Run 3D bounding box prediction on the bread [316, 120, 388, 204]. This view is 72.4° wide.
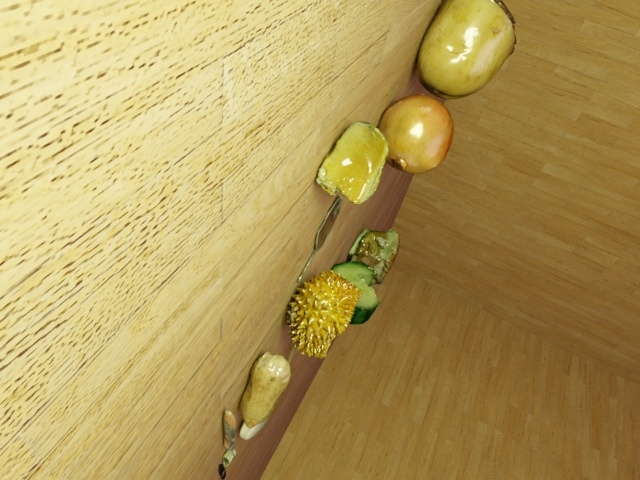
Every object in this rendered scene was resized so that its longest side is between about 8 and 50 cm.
[{"bbox_3d":[0.066,-0.140,0.744,0.110,0.103,0.156,-65,177,33],"label":"bread"}]

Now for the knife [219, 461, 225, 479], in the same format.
[{"bbox_3d":[-0.266,0.623,1.183,0.170,0.010,0.023,100,13,-50],"label":"knife"}]

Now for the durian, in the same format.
[{"bbox_3d":[-0.016,0.169,1.020,0.137,0.183,0.250,-14,145,-27],"label":"durian"}]

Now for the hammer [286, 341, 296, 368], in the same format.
[{"bbox_3d":[-0.096,0.350,1.348,0.060,0.028,0.195,-33,145,-58],"label":"hammer"}]

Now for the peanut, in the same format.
[{"bbox_3d":[-0.122,0.330,0.972,0.099,0.099,0.214,-40,152,-65],"label":"peanut"}]

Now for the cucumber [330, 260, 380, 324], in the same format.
[{"bbox_3d":[0.096,0.171,1.429,0.191,0.191,0.130,-54,164,-44],"label":"cucumber"}]

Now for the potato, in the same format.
[{"bbox_3d":[0.347,-0.464,1.095,0.285,0.242,0.243,-33,148,-83],"label":"potato"}]

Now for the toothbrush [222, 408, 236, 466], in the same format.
[{"bbox_3d":[-0.210,0.455,1.007,0.037,0.028,0.375,-49,163,-38],"label":"toothbrush"}]

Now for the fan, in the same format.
[{"bbox_3d":[0.000,0.000,1.009,0.220,0.009,0.132,-62,169,-12],"label":"fan"}]

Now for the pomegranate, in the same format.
[{"bbox_3d":[0.220,-0.253,1.046,0.191,0.191,0.191,-60,169,-20],"label":"pomegranate"}]

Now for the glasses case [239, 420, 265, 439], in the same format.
[{"bbox_3d":[-0.173,0.488,1.201,0.076,0.049,0.197,-64,169,-5],"label":"glasses case"}]

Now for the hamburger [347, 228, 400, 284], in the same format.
[{"bbox_3d":[0.212,0.053,1.729,0.192,0.167,0.288,-57,167,-25],"label":"hamburger"}]
